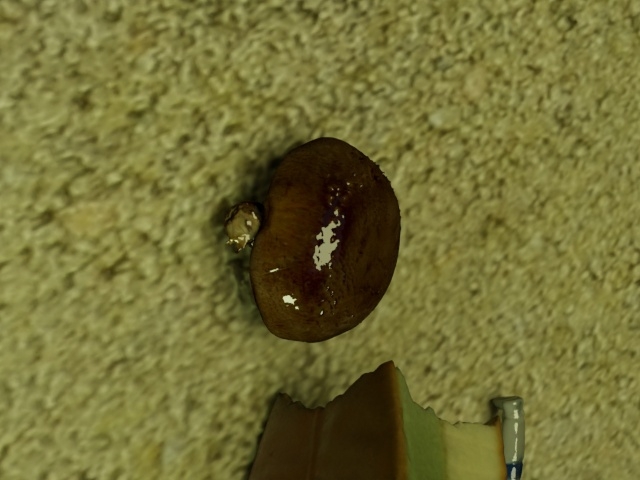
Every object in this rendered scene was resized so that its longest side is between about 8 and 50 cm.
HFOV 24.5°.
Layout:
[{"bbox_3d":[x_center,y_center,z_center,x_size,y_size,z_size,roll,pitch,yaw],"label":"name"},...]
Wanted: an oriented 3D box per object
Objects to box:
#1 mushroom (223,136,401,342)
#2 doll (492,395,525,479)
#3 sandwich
[{"bbox_3d":[0.000,0.000,0.901,0.127,0.087,0.127,-27,124,-50],"label":"mushroom"},{"bbox_3d":[0.118,0.228,1.007,0.114,0.057,0.227,-16,93,-40],"label":"doll"},{"bbox_3d":[0.009,0.190,0.899,0.108,0.220,0.186,26,41,-31],"label":"sandwich"}]
